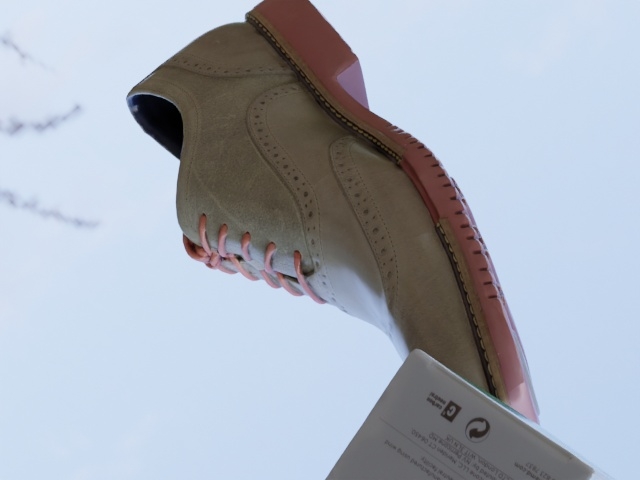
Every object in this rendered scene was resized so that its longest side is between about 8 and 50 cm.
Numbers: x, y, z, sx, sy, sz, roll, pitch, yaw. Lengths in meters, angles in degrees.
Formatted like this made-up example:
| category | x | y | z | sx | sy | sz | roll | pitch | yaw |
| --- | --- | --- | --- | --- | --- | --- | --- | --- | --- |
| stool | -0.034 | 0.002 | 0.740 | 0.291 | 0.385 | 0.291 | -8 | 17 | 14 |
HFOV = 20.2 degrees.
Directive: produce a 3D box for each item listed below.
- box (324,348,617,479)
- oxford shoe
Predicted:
| category | x | y | z | sx | sy | sz | roll | pitch | yaw |
| --- | --- | --- | --- | --- | --- | --- | --- | --- | --- |
| box | 0.064 | 0.119 | 0.740 | 0.101 | 0.087 | 0.102 | 33 | -92 | 35 |
| oxford shoe | 0.000 | 0.000 | 0.933 | 0.130 | 0.123 | 0.348 | -25 | -141 | -8 |
